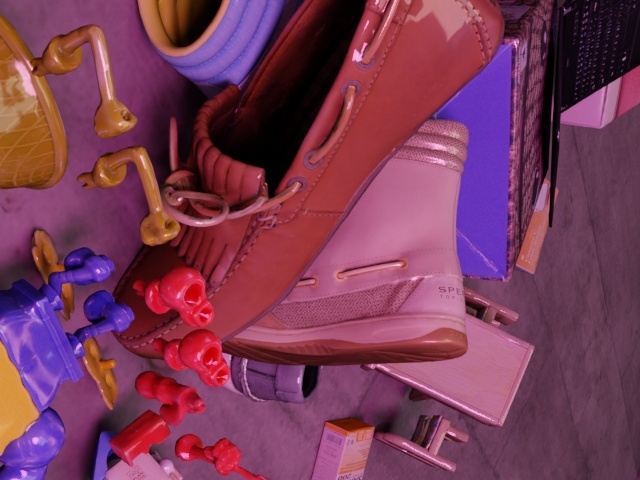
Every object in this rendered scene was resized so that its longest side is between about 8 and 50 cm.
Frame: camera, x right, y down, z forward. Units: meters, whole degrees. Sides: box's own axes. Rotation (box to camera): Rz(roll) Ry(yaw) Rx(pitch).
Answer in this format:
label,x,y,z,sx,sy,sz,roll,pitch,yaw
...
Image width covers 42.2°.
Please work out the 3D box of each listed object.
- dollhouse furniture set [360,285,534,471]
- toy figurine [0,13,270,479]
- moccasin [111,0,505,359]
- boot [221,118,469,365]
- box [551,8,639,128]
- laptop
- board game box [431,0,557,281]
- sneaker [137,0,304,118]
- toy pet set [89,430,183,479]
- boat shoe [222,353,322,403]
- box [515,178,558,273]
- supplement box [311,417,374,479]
label,x,y,z,sx,sy,sz,roll,pitch,yaw
dollhouse furniture set,0.131,0.148,1.014,0.212,0.161,0.242,-64,180,-14
toy figurine,-0.200,0.069,0.485,0.217,0.191,0.362,-39,131,-33
moccasin,-0.043,-0.055,0.585,0.147,0.139,0.380,21,127,-41
boot,0.000,0.000,0.707,0.095,0.262,0.203,30,60,-54
box,0.383,-0.257,1.189,0.232,0.149,0.126,-29,126,-45
laptop,0.335,-0.175,0.932,0.264,0.136,0.234,-31,156,0
board game box,0.153,-0.130,0.859,0.291,0.141,0.232,-52,143,-55
sneaker,-0.026,-0.247,0.646,0.208,0.127,0.318,29,78,-56
toy pet set,-0.177,0.210,0.693,0.122,0.065,0.114,-37,166,-38
boat shoe,0.030,0.065,0.866,0.319,0.099,0.116,-37,129,-42
box,0.240,-0.039,1.127,0.170,0.091,0.130,20,87,-56
supplement box,0.025,0.267,0.994,0.062,0.036,0.098,8,97,-54
